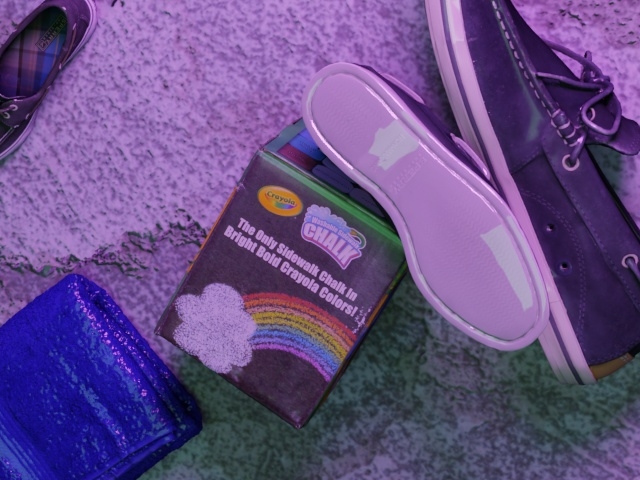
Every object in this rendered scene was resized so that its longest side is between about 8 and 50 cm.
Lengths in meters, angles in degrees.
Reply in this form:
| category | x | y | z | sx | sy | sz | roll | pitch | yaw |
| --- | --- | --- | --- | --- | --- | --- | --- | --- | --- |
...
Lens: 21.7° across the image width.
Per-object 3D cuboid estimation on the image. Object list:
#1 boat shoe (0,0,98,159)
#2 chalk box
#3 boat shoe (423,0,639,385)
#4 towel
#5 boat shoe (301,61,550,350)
| category | x | y | z | sx | sy | sz | roll | pitch | yaw |
| --- | --- | --- | --- | --- | --- | --- | --- | --- | --- |
| boat shoe | -0.311 | -0.162 | 1.707 | 0.080 | 0.076 | 0.228 | 44 | 110 | -1 |
| chalk box | 0.000 | 0.000 | 1.626 | 0.180 | 0.179 | 0.289 | 34 | 109 | 3 |
| boat shoe | 0.213 | -0.104 | 1.547 | 0.156 | 0.187 | 0.500 | -19 | 105 | 12 |
| towel | -0.304 | 0.204 | 1.809 | 0.308 | 0.076 | 0.227 | -38 | 95 | 20 |
| boat shoe | 0.106 | -0.038 | 1.477 | 0.114 | 0.091 | 0.302 | -37 | 82 | 21 |
